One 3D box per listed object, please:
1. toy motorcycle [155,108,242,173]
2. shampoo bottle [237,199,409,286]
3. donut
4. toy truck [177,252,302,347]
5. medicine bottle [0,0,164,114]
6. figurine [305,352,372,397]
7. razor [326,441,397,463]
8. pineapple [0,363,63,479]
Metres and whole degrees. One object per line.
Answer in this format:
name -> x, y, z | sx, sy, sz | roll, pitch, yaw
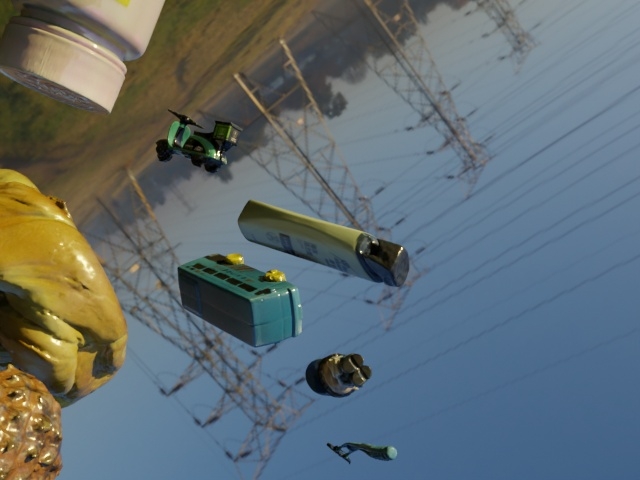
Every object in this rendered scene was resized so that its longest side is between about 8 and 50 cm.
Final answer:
toy motorcycle -> -0.232, -0.182, 1.267 | 0.173, 0.058, 0.100 | 14, -95, 30
shampoo bottle -> 0.000, 0.000, 1.379 | 0.360, 0.134, 0.078 | 17, -113, 27
donut -> -0.415, 0.073, 0.949 | 0.170, 0.360, 0.360 | -34, -172, -33
toy truck -> -0.208, 0.148, 1.751 | 0.162, 0.161, 0.385 | -19, -155, -37
medicine bottle -> -0.347, -0.406, 1.067 | 0.378, 0.214, 0.213 | -71, -163, -3
figurine -> 0.036, 0.216, 1.134 | 0.087, 0.086, 0.149 | -40, 177, -28
razor -> 0.107, 0.516, 1.686 | 0.042, 0.082, 0.253 | -56, -166, -27
pineapple -> -0.409, 0.207, 0.602 | 0.166, 0.165, 0.365 | -31, 163, 31
